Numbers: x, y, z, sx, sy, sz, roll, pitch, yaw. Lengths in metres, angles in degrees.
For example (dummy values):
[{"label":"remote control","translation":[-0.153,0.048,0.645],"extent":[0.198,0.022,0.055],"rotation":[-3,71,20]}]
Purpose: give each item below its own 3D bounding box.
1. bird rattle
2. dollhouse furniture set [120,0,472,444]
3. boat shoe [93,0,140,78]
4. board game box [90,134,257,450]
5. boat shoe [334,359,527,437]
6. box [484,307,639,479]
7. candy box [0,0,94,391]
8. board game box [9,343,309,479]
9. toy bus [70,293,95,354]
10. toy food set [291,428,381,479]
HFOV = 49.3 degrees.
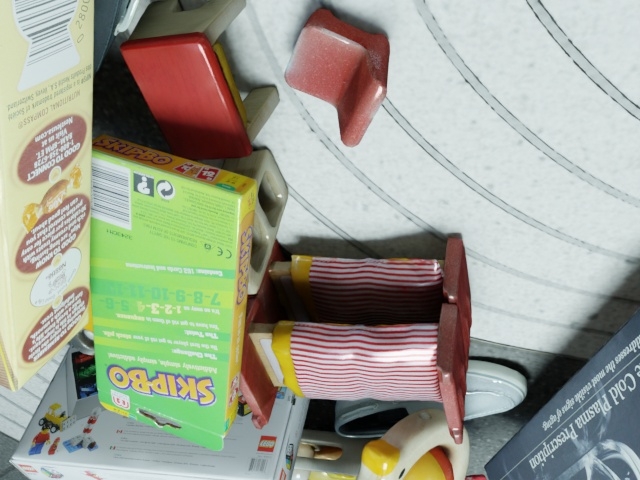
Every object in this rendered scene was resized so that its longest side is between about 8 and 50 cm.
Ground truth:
[{"label":"bird rattle","translation":[0.096,0.266,0.693],"extent":[0.254,0.143,0.206],"rotation":[-5,114,-36]},{"label":"dollhouse furniture set","translation":[0.000,0.000,0.557],"extent":[0.202,0.152,0.374],"rotation":[-2,136,19]},{"label":"boat shoe","translation":[-0.162,-0.176,0.455],"extent":[0.114,0.091,0.302],"rotation":[45,138,2]},{"label":"board game box","translation":[-0.120,0.054,0.545],"extent":[0.124,0.039,0.259],"rotation":[17,122,13]},{"label":"boat shoe","translation":[0.119,0.192,0.789],"extent":[0.228,0.081,0.079],"rotation":[-11,133,27]},{"label":"box","translation":[0.333,0.265,0.601],"extent":[0.179,0.312,0.343],"rotation":[-4,142,-18]},{"label":"candy box","translation":[-0.238,-0.072,0.422],"extent":[0.183,0.087,0.316],"rotation":[23,126,11]},{"label":"board game box","translation":[-0.164,0.178,0.775],"extent":[0.306,0.192,0.053],"rotation":[-1,136,18]},{"label":"toy bus","translation":[-0.258,-0.027,0.621],"extent":[0.108,0.130,0.333],"rotation":[-29,123,37]},{"label":"toy food set","translation":[0.022,0.329,0.931],"extent":[0.220,0.092,0.306],"rotation":[1,150,16]}]
